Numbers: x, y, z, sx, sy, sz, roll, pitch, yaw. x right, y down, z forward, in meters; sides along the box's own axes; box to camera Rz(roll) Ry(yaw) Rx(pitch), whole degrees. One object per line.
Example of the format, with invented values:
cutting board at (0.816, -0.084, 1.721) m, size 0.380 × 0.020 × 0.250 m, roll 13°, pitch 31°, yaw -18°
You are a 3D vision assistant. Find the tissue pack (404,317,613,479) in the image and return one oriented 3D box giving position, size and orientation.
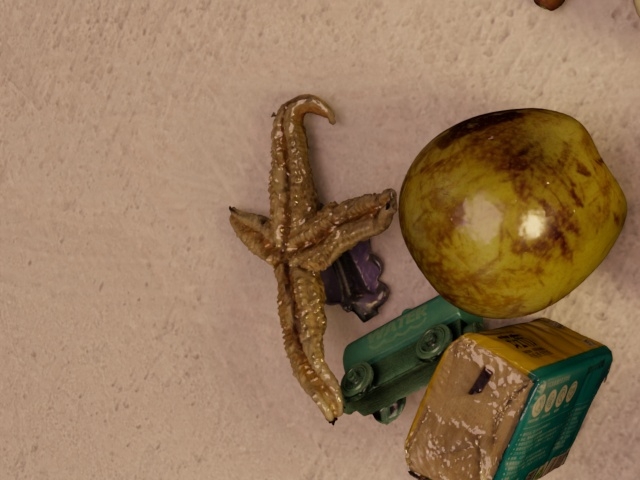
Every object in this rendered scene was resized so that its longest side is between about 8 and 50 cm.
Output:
tissue pack at (0.240, 0.206, 1.289) m, size 0.134 × 0.271 × 0.192 m, roll 27°, pitch 104°, yaw 30°

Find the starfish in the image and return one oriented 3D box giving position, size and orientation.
starfish at (0.000, 0.000, 1.460) m, size 0.324 × 0.083 × 0.432 m, roll -57°, pitch 40°, yaw 27°

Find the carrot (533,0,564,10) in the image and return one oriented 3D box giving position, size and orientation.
carrot at (0.332, -0.391, 1.334) m, size 0.047 × 0.047 × 0.191 m, roll 30°, pitch 103°, yaw 25°

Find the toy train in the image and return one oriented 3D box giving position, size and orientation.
toy train at (0.125, 0.155, 1.434) m, size 0.248 × 0.159 × 0.101 m, roll -32°, pitch 122°, yaw 27°

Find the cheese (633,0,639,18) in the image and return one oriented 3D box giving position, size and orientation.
cheese at (0.501, -0.358, 1.176) m, size 0.332 × 0.153 × 0.292 m, roll -46°, pitch 71°, yaw 22°

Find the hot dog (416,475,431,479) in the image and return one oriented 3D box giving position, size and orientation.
hot dog at (0.192, 0.320, 1.451) m, size 0.133 × 0.041 × 0.056 m, roll -30°, pitch 78°, yaw 27°

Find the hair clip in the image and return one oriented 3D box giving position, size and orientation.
hair clip at (0.025, 0.035, 1.528) m, size 0.124 × 0.052 × 0.195 m, roll -33°, pitch 72°, yaw 21°

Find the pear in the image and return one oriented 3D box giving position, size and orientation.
pear at (0.236, -0.040, 1.276) m, size 0.284 × 0.284 × 0.283 m, roll 2°, pitch 94°, yaw 30°
